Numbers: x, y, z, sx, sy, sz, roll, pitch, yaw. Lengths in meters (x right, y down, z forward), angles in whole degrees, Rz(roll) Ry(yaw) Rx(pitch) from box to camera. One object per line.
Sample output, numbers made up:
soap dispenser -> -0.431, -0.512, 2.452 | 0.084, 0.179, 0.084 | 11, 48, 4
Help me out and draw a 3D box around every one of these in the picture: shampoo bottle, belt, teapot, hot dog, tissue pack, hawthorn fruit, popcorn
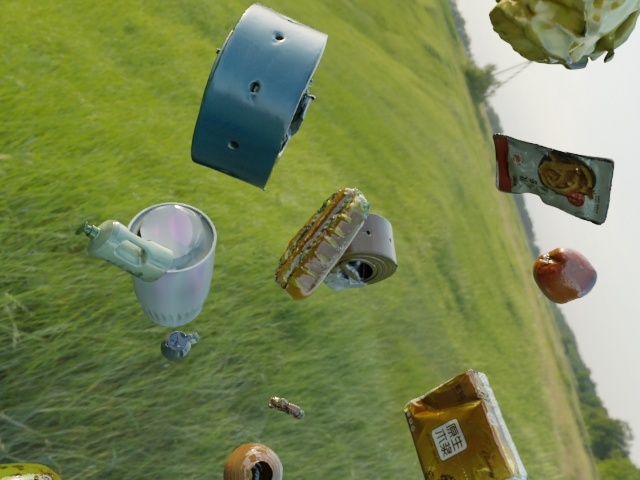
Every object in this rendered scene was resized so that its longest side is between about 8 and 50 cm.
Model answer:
shampoo bottle -> -0.491, 0.017, 1.643 | 0.234, 0.118, 0.087 | 34, 39, -38
belt -> 0.086, 0.034, 1.717 | 0.338, 0.217, 0.122 | 57, 25, -70
teapot -> -0.304, 0.223, 1.449 | 0.057, 0.088, 0.066 | 123, -51, -62
hot dog -> 0.000, 0.000, 1.399 | 0.115, 0.269, 0.072 | 27, -10, 43
tissue pack -> 0.271, 0.385, 1.272 | 0.092, 0.183, 0.226 | 28, 35, -42
hawthorn fruit -> 0.511, 0.071, 1.394 | 0.128, 0.128, 0.128 | -20, 90, -74
popcorn -> 0.348, -0.345, 0.919 | 0.250, 0.250, 0.190 | 32, 37, -64
belt -> -0.109, -0.256, 1.198 | 0.173, 0.300, 0.436 | 24, 12, -3

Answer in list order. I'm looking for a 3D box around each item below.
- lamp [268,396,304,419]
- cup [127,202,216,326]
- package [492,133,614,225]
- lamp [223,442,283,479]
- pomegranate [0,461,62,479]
lamp -> -0.076, 0.397, 1.565 | 0.083, 0.063, 0.031 | 34, 66, -21
cup -> -0.447, 0.084, 2.015 | 0.371, 0.253, 0.253 | 103, -16, -51
package -> 0.448, -0.125, 1.297 | 0.030, 0.239, 0.154 | -42, 138, -28
lamp -> -0.150, 0.521, 1.476 | 0.136, 0.136, 0.136 | -20, 90, -74
pomegranate -> -0.371, 0.333, 0.765 | 0.159, 0.205, 0.159 | 12, 63, -25
